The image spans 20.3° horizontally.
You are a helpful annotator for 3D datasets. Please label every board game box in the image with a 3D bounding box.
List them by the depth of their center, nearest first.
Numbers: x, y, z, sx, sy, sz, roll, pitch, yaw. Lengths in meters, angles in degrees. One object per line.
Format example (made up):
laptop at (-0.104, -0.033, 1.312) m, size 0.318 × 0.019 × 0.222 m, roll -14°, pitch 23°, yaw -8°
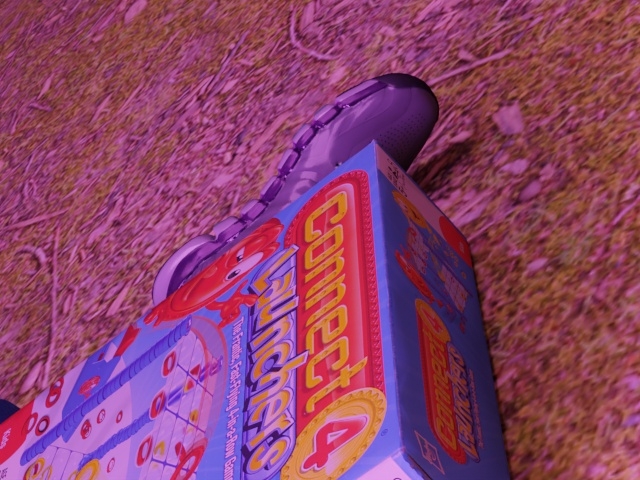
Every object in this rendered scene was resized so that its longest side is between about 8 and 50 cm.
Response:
board game box at (-0.055, 0.127, 0.908) m, size 0.302 × 0.086 × 0.308 m, roll -37°, pitch 22°, yaw 17°

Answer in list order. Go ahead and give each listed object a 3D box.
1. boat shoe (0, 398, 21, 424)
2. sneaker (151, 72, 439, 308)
boat shoe at (-0.254, 0.203, 1.096) m, size 0.089 × 0.109 × 0.258 m, roll -31°, pitch 23°, yaw 38°
sneaker at (0.000, 0.000, 1.091) m, size 0.224 × 0.083 × 0.098 m, roll -45°, pitch 42°, yaw 10°
